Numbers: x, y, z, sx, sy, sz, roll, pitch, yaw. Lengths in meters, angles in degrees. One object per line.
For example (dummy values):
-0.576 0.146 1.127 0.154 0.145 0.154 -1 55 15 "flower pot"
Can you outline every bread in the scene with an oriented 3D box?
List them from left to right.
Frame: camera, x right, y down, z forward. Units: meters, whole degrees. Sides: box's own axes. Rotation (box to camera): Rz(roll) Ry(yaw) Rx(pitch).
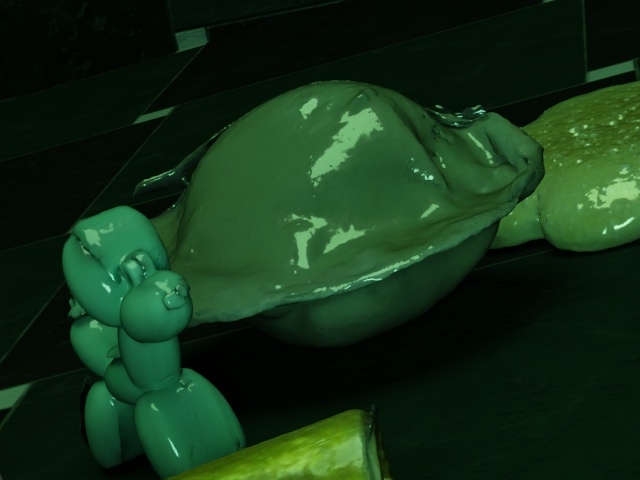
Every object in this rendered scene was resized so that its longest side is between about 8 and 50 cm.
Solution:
0.236 -0.068 1.396 0.316 0.054 0.316 -15 16 4 "bread"

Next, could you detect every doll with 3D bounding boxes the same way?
-0.100 0.060 1.093 0.059 0.159 0.159 -25 10 -26 "doll"

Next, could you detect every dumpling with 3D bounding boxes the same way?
0.005 0.007 1.245 0.293 0.163 0.204 -13 48 12 "dumpling"

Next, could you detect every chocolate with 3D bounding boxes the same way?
-0.068 0.144 0.900 0.219 0.086 0.085 -18 14 6 "chocolate"

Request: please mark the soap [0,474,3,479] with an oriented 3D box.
-0.189 0.124 0.608 0.193 0.324 0.109 -13 16 20 "soap"
